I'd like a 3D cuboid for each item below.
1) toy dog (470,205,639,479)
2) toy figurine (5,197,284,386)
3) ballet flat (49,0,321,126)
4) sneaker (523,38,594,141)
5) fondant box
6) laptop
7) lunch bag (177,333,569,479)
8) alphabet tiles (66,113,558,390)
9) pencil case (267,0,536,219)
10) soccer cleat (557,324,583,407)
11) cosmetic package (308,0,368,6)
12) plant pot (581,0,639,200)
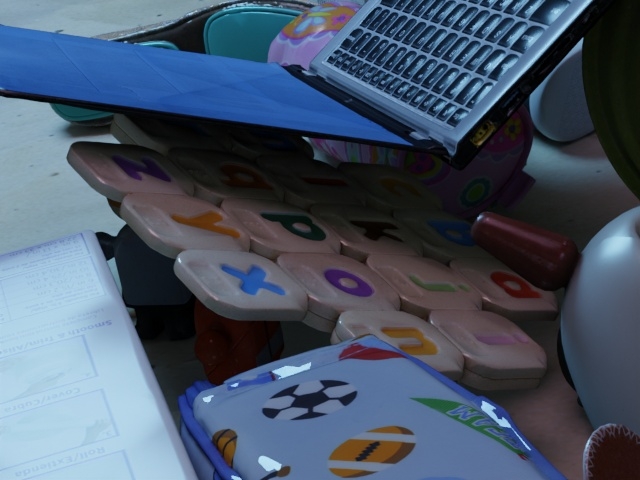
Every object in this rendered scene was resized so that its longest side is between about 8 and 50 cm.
[{"bbox_3d":[0.131,0.096,0.772,0.161,0.220,0.333,12,37,-3],"label":"toy dog"},{"bbox_3d":[-0.142,0.036,1.164,0.213,0.148,0.209,-19,26,-18],"label":"toy figurine"},{"bbox_3d":[-0.095,-0.168,1.658,0.316,0.107,0.106,-2,16,16],"label":"ballet flat"},{"bbox_3d":[0.245,-0.185,1.542,0.296,0.104,0.147,-29,35,-27],"label":"sneaker"},{"bbox_3d":[-0.087,0.168,0.739,0.096,0.238,0.330,-15,24,-11],"label":"fondant box"},{"bbox_3d":[-0.003,-0.194,1.202,0.408,0.236,0.382,-47,19,0],"label":"laptop"},{"bbox_3d":[0.036,0.180,0.671,0.115,0.243,0.303,-13,18,-11],"label":"lunch bag"},{"bbox_3d":[0.000,0.000,1.065,0.278,0.021,0.284,1,31,-44],"label":"alphabet tiles"},{"bbox_3d":[0.059,-0.103,1.436,0.124,0.124,0.284,-19,26,-18],"label":"pencil case"},{"bbox_3d":[0.276,0.053,1.025,0.289,0.093,0.121,3,25,28],"label":"soccer cleat"},{"bbox_3d":[0.093,-0.248,1.689,0.184,0.151,0.151,-19,26,-18],"label":"cosmetic package"},{"bbox_3d":[0.292,-0.091,1.054,0.276,0.276,0.254,-7,12,9],"label":"plant pot"}]
